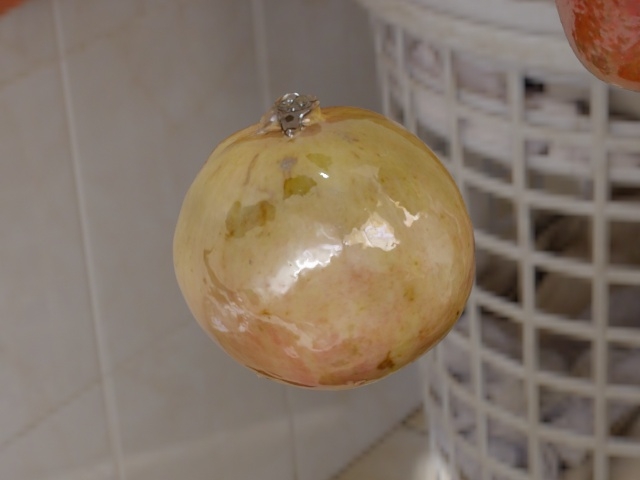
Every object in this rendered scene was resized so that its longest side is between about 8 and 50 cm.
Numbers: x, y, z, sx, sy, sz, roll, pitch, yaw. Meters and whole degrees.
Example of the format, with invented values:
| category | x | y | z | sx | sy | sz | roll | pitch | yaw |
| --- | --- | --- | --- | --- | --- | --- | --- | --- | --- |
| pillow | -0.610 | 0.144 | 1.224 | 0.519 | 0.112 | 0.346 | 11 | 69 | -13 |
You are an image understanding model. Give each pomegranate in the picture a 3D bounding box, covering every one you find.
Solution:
| category | x | y | z | sx | sy | sz | roll | pitch | yaw |
| --- | --- | --- | --- | --- | --- | --- | --- | --- | --- |
| pomegranate | 0.002 | 0.004 | 1.166 | 0.191 | 0.191 | 0.191 | -3 | 29 | 1 |

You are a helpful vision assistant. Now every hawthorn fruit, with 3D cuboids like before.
| category | x | y | z | sx | sy | sz | roll | pitch | yaw |
| --- | --- | --- | --- | --- | --- | --- | --- | --- | --- |
| hawthorn fruit | 0.199 | -0.156 | 1.065 | 0.132 | 0.138 | 0.133 | -5 | 65 | 11 |
